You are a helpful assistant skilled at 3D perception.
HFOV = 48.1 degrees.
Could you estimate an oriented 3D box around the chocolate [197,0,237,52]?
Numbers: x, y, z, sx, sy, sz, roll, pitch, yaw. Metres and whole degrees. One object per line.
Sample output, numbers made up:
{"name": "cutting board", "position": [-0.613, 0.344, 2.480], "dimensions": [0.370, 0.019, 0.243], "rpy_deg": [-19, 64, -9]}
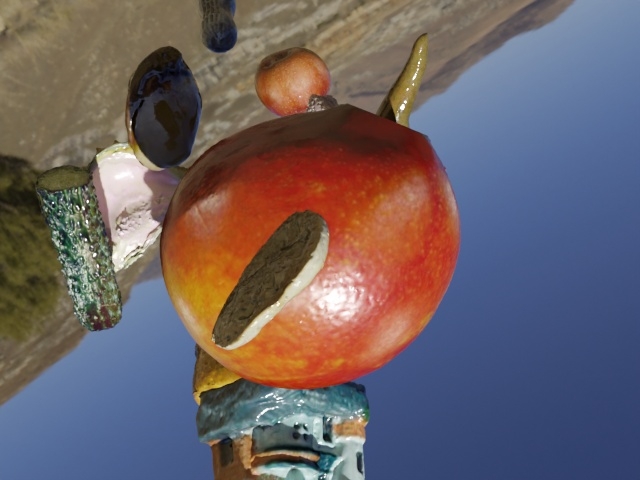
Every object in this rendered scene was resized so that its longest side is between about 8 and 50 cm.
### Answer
{"name": "chocolate", "position": [-0.187, -0.407, 1.305], "dimensions": [0.072, 0.072, 0.166], "rpy_deg": [-26, -130, 22]}

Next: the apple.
{"name": "apple", "position": [-0.076, -0.418, 1.870], "dimensions": [0.201, 0.162, 0.201], "rpy_deg": [-26, -157, 12]}

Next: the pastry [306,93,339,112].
{"name": "pastry", "position": [0.051, -0.186, 1.405], "dimensions": [0.103, 0.265, 0.112], "rpy_deg": [10, 118, -43]}

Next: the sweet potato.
{"name": "sweet potato", "position": [0.117, -0.193, 1.091], "dimensions": [0.069, 0.059, 0.249], "rpy_deg": [-41, 154, -43]}

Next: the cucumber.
{"name": "cucumber", "position": [-0.410, 0.039, 1.247], "dimensions": [0.096, 0.359, 0.096], "rpy_deg": [0, -142, 0]}

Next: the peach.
{"name": "peach", "position": [0.000, 0.000, 0.927], "dimensions": [0.388, 0.388, 0.388], "rpy_deg": [-30, -169, 6]}

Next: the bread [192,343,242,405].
{"name": "bread", "position": [-0.165, 0.266, 1.551], "dimensions": [0.340, 0.179, 0.194], "rpy_deg": [-13, -125, 31]}

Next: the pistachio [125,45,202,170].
{"name": "pistachio", "position": [-0.260, -0.214, 1.166], "dimensions": [0.165, 0.131, 0.210], "rpy_deg": [-43, 152, -50]}

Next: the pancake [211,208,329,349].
{"name": "pancake", "position": [-0.041, 0.031, 0.579], "dimensions": [0.139, 0.022, 0.139], "rpy_deg": [-42, -160, 19]}

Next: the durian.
{"name": "durian", "position": [-0.412, -0.105, 1.492], "dimensions": [0.305, 0.195, 0.185], "rpy_deg": [-44, -139, -8]}

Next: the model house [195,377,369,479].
{"name": "model house", "position": [-0.043, 0.363, 1.082], "dimensions": [0.185, 0.253, 0.291], "rpy_deg": [-26, -125, 36]}
